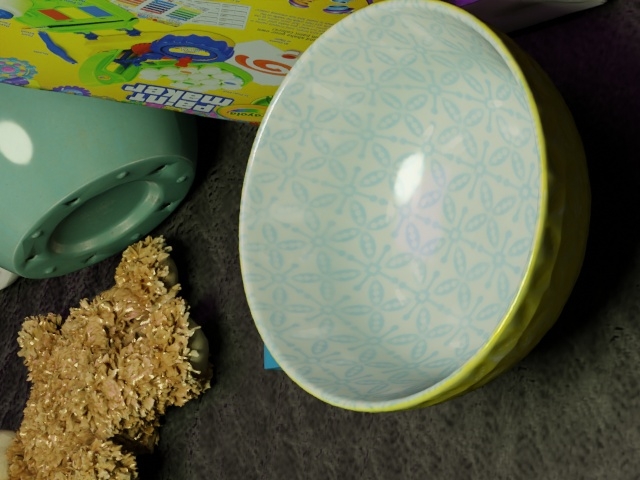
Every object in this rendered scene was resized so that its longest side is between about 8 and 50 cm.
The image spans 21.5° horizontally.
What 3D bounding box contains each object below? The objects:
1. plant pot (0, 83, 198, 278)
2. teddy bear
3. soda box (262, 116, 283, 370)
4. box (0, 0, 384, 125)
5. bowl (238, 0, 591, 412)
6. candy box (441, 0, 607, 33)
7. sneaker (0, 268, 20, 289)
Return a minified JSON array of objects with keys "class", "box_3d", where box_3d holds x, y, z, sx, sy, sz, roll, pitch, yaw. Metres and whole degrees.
[{"class":"plant pot","box_3d":[-0.245,-0.110,1.494,0.293,0.293,0.235,-43,71,32]},{"class":"teddy bear","box_3d":[-0.219,0.148,1.529,0.338,0.113,0.245,-36,56,36]},{"class":"soda box","box_3d":[0.000,0.000,1.354,0.067,0.071,0.210,-13,73,44]},{"class":"box","box_3d":[-0.107,-0.232,1.286,0.279,0.290,0.177,145,129,-58]},{"class":"bowl","box_3d":[0.093,-0.015,1.199,0.289,0.156,0.289,-12,73,44]},{"class":"candy box","box_3d":[0.129,-0.258,1.265,0.165,0.070,0.196,-13,70,45]},{"class":"sneaker","box_3d":[-0.375,-0.101,1.744,0.126,0.127,0.321,-42,79,40]}]
